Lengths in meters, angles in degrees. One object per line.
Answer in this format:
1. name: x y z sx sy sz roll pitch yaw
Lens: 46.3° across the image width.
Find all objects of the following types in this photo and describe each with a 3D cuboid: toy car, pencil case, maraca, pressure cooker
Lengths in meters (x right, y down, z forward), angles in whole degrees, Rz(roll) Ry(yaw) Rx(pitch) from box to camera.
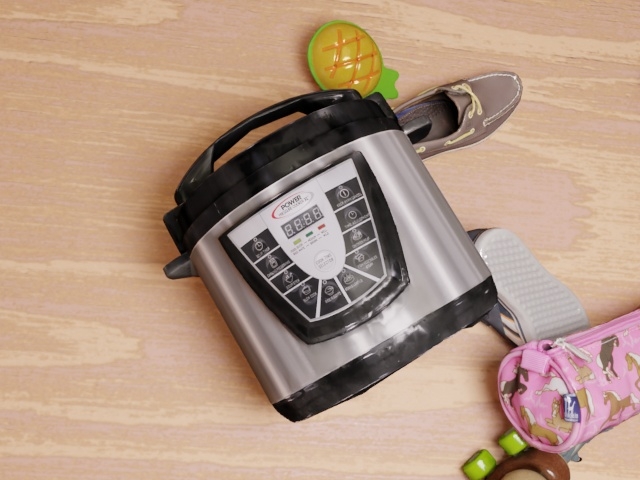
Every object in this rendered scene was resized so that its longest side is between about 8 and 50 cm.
1. toy car: 0.288 0.384 1.091 0.149 0.188 0.155 -45 78 22
2. pencil case: 0.459 0.188 1.144 0.385 0.167 0.160 -13 69 -27
3. maraca: 0.058 -0.292 1.282 0.185 0.099 0.127 41 86 -22
4. pressure cooker: -0.001 0.002 1.074 0.369 0.375 0.421 -22 79 -44

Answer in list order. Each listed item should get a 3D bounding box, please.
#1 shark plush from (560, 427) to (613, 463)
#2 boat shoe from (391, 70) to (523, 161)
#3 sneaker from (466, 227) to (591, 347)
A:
1. shark plush: 0.405 0.334 1.218 0.161 0.073 0.067 -25 101 -32
2. boat shoe: 0.217 -0.212 1.279 0.324 0.097 0.117 -24 81 -11
3. sneaker: 0.322 0.099 1.219 0.126 0.127 0.321 -47 111 -19
